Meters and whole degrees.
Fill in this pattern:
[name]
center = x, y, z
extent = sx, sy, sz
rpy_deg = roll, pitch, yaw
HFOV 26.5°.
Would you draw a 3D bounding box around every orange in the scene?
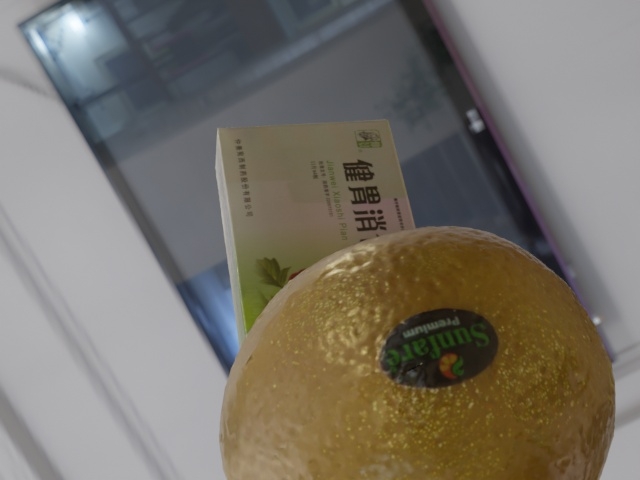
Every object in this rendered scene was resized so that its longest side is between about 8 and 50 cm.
[orange]
center = 0.055, 0.105, 0.796
extent = 0.236, 0.236, 0.236
rpy_deg = 59, -170, -17

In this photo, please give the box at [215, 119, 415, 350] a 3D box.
[box]
center = -0.001, 0.000, 1.288
extent = 0.062, 0.175, 0.261
rpy_deg = 97, 166, -50
